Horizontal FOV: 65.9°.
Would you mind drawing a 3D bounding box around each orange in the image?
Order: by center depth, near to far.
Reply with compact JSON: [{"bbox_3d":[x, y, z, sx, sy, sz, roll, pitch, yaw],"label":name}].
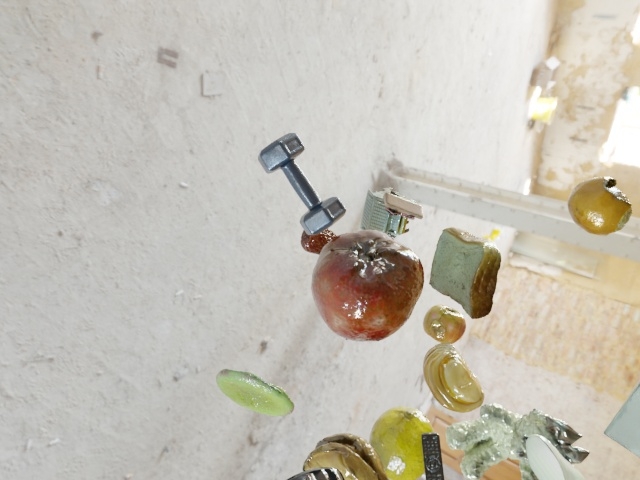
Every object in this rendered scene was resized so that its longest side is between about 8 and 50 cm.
[{"bbox_3d":[0.706,-0.089,1.242,0.156,0.157,0.134,-49,162,-33],"label":"orange"}]

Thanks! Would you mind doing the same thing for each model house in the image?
[{"bbox_3d":[0.318,-0.136,2.420,0.216,0.198,0.224,-17,129,-39],"label":"model house"}]

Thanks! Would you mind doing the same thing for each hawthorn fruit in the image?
[{"bbox_3d":[0.104,0.147,1.281,0.285,0.285,0.368,-39,156,-43],"label":"hawthorn fruit"}]

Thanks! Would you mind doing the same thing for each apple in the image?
[{"bbox_3d":[0.423,0.293,1.696,0.146,0.147,0.146,-36,135,-46],"label":"apple"}]

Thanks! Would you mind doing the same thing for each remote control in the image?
[{"bbox_3d":[0.366,0.750,1.592,0.025,0.063,0.244,78,9,-72],"label":"remote control"}]

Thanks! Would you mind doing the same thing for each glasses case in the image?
[{"bbox_3d":[0.364,-0.130,2.216,0.102,0.194,0.070,-83,-163,-44],"label":"glasses case"}]

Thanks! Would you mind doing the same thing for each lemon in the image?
[{"bbox_3d":[0.320,0.792,1.931,0.268,0.268,0.321,-43,148,-40],"label":"lemon"}]

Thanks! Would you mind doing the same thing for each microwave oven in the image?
[{"bbox_3d":[0.873,0.387,1.199,0.295,0.181,0.237,-24,135,-38],"label":"microwave oven"}]

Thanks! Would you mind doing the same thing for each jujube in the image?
[{"bbox_3d":[0.000,0.000,1.947,0.112,0.109,0.176,-39,146,29],"label":"jujube"}]

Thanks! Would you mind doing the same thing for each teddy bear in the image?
[{"bbox_3d":[0.674,0.732,1.736,0.376,0.327,0.362,-25,176,-1],"label":"teddy bear"}]

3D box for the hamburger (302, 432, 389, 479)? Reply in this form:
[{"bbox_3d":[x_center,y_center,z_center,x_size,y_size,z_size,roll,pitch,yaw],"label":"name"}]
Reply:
[{"bbox_3d":[0.090,0.683,1.388,0.145,0.260,0.283,-18,80,-50],"label":"hamburger"}]

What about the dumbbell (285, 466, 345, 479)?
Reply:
[{"bbox_3d":[0.016,0.694,1.082,0.204,0.322,0.203,-15,134,-16],"label":"dumbbell"}]

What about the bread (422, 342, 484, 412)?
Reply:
[{"bbox_3d":[0.344,0.364,1.316,0.121,0.172,0.311,-33,165,7],"label":"bread"}]

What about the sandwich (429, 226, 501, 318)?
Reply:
[{"bbox_3d":[0.433,0.089,1.502,0.087,0.251,0.226,8,102,-20],"label":"sandwich"}]

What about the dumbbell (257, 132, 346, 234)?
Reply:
[{"bbox_3d":[-0.060,-0.177,1.572,0.144,0.160,0.324,-36,97,-8],"label":"dumbbell"}]

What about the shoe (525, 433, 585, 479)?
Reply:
[{"bbox_3d":[0.717,0.696,1.468,0.110,0.264,0.095,-6,151,-45],"label":"shoe"}]

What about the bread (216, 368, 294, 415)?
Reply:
[{"bbox_3d":[-0.225,0.538,1.715,0.301,0.302,0.045,73,32,-46],"label":"bread"}]
